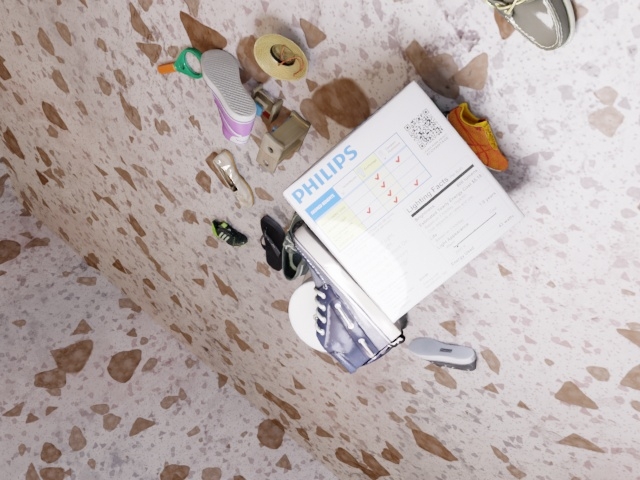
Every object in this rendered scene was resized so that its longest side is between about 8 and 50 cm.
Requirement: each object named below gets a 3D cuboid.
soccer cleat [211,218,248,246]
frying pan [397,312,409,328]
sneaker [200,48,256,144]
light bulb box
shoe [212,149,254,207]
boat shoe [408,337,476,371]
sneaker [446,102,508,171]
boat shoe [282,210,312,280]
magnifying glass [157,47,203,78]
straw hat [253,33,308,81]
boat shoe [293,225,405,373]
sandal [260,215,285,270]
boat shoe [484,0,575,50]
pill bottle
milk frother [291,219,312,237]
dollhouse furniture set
[{"bbox_3d":[-0.345,-0.028,2.213,0.178,0.060,0.072,22,139,35],"label":"soccer cleat"},{"bbox_3d":[0.234,0.219,1.874,0.326,0.053,0.197,-11,118,55],"label":"frying pan"},{"bbox_3d":[-0.264,-0.386,1.634,0.161,0.102,0.282,108,143,-57],"label":"sneaker"},{"bbox_3d":[0.170,-0.087,1.290,0.361,0.358,0.225,50,-173,-6],"label":"light bulb box"},{"bbox_3d":[-0.292,-0.195,1.975,0.076,0.058,0.219,5,129,44],"label":"shoe"},{"bbox_3d":[0.382,0.362,1.845,0.228,0.080,0.076,0,125,37],"label":"boat shoe"},{"bbox_3d":[0.345,-0.219,1.272,0.175,0.064,0.067,45,137,-5],"label":"sneaker"},{"bbox_3d":[-0.069,0.018,1.929,0.116,0.099,0.320,35,144,18],"label":"boat shoe"},{"bbox_3d":[-0.421,-0.530,1.793,0.230,0.026,0.092,6,130,41],"label":"magnifying glass"},{"bbox_3d":[-0.088,-0.467,1.467,0.144,0.061,0.145,17,147,12],"label":"straw hat"},{"bbox_3d":[0.023,0.139,1.301,0.341,0.158,0.127,48,-172,-1],"label":"boat shoe"},{"bbox_3d":[-0.169,0.023,2.080,0.097,0.054,0.255,24,141,28],"label":"sandal"},{"bbox_3d":[0.324,-0.447,1.022,0.305,0.091,0.109,51,146,-8],"label":"boat shoe"},{"bbox_3d":[0.082,0.123,1.575,0.223,0.392,0.224,8,111,22],"label":"pill bottle"},{"bbox_3d":[0.000,0.000,1.816,0.143,0.129,0.135,21,139,41],"label":"milk frother"},{"bbox_3d":[-0.149,-0.308,1.641,0.183,0.129,0.129,40,146,5],"label":"dollhouse furniture set"}]
